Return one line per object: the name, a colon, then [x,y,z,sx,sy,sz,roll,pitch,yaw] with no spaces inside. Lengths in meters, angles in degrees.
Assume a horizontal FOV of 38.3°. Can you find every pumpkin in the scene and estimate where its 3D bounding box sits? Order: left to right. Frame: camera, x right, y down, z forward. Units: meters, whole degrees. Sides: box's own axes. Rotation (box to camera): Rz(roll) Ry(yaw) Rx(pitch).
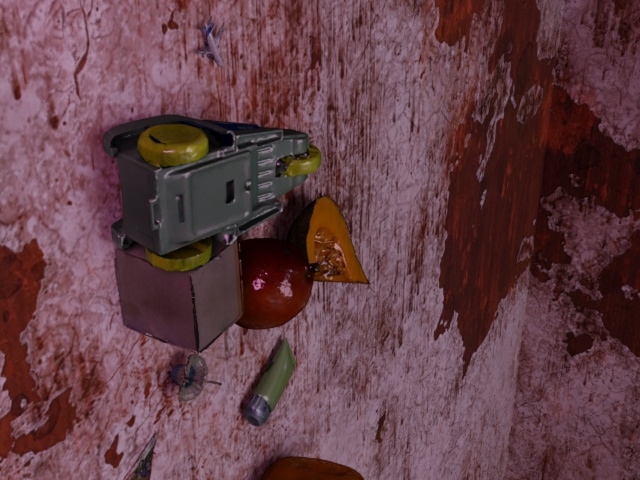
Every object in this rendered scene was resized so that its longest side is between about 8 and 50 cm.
pumpkin: [-0.002,0.000,1.826,0.278,0.111,0.163,15,75,-61]

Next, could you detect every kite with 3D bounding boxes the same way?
kite: [-0.311,0.443,1.567,0.183,0.014,0.241,-3,106,-62]

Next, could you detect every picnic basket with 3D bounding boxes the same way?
picnic basket: [-0.216,0.233,1.556,0.065,0.083,0.083,30,75,-57]

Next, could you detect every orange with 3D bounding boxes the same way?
orange: [-0.023,0.564,1.929,0.249,0.248,0.183,7,92,-62]

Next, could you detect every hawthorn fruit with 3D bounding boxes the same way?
hawthorn fruit: [-0.090,0.073,1.586,0.169,0.188,0.169,-6,90,-69]

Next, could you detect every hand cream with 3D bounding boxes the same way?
hand cream: [-0.098,0.289,1.849,0.175,0.046,0.095,-62,150,-34]

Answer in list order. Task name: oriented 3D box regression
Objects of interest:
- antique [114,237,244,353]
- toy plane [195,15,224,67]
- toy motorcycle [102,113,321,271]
antique: [-0.207,0.062,1.406,0.148,0.151,0.147,-41,139,-50]
toy plane: [-0.167,-0.302,1.417,0.078,0.024,0.084,-55,153,-33]
toy motorcycle: [-0.164,-0.105,1.369,0.326,0.199,0.191,-25,127,-42]
